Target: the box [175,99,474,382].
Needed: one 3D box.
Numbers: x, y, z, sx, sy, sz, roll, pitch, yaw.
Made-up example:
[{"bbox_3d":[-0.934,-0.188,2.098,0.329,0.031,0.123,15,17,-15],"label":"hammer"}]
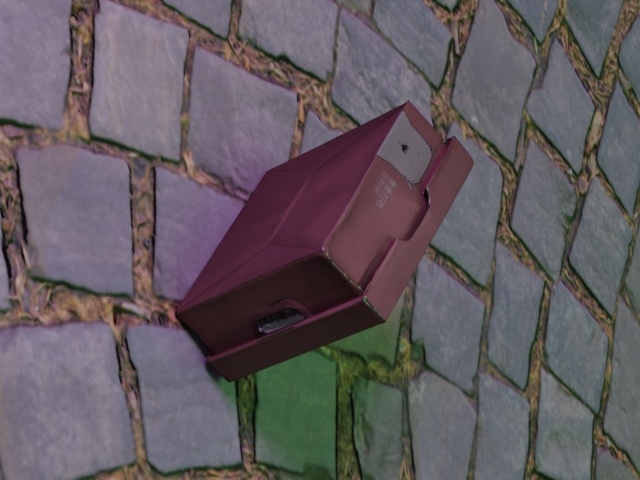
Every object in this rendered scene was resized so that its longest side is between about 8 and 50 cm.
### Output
[{"bbox_3d":[0.000,0.000,1.669,0.086,0.215,0.215,48,48,-18],"label":"box"}]
